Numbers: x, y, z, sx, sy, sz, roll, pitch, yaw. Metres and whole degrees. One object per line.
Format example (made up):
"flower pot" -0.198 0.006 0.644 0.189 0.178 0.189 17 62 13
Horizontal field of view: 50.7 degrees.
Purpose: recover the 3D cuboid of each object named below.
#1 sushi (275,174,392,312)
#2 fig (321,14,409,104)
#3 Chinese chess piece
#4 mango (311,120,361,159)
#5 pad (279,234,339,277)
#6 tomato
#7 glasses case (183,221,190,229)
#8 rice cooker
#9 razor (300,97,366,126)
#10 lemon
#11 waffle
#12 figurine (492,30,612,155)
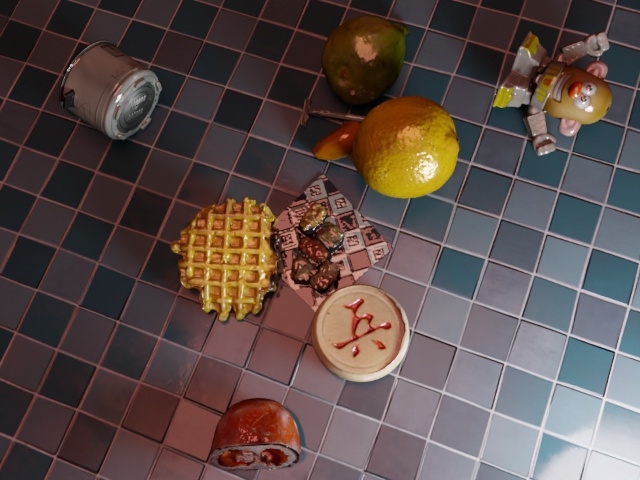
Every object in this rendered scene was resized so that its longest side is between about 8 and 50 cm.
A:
"sushi" 0.000 0.000 1.820 0.292 0.059 0.294 -43 74 -9
"fig" 0.126 -0.537 1.925 0.233 0.233 0.314 9 46 6
"Chinese chess piece" 0.101 0.235 1.724 0.250 0.103 0.249 -1 72 2
"mango" 0.056 -0.269 1.884 0.159 0.105 0.084 -36 100 5
"pad" -0.031 0.037 1.843 0.157 0.003 0.112 -9 73 1
"tomato" -0.154 0.464 1.651 0.214 0.180 0.155 2 55 -3
"glasses case" -0.274 -0.043 1.844 0.184 0.078 0.039 -15 76 -1
"rice cooker" -0.599 -0.423 1.902 0.227 0.241 0.280 33 45 8
"razor" 0.052 -0.358 1.941 0.211 0.036 0.084 8 76 7
"lemon" 0.225 -0.243 1.774 0.293 0.293 0.293 -1 73 3
"waffle" -0.229 0.049 1.781 0.307 0.060 0.311 -30 95 2
"figurine" 0.650 -0.415 1.847 0.285 0.342 0.167 29 33 13
